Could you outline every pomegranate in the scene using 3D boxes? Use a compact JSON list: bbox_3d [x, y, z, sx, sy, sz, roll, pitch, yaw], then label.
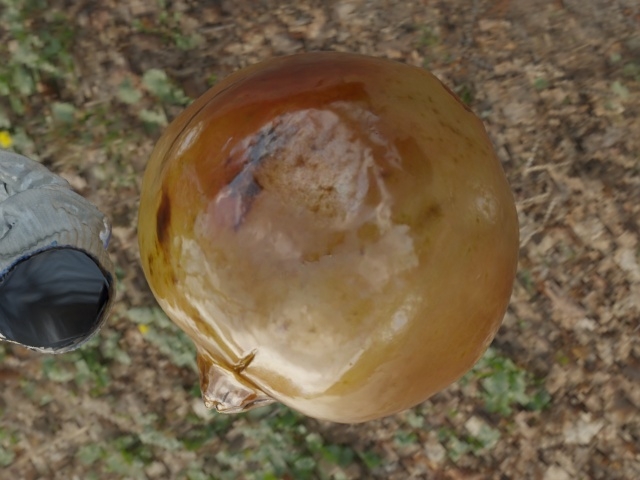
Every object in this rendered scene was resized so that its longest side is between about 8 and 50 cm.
[{"bbox_3d":[0.005,-0.004,0.695,0.209,0.209,0.209,11,111,30],"label":"pomegranate"}]

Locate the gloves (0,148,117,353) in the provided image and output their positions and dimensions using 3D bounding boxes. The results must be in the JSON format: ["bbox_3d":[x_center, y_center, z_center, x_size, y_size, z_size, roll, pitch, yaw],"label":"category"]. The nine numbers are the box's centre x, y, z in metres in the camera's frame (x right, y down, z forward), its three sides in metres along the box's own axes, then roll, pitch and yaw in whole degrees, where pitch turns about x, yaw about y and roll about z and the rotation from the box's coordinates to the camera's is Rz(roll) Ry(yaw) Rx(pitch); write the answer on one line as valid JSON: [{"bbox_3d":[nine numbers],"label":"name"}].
[{"bbox_3d":[-0.194,0.005,0.793,0.229,0.119,0.097,40,164,50],"label":"gloves"}]
